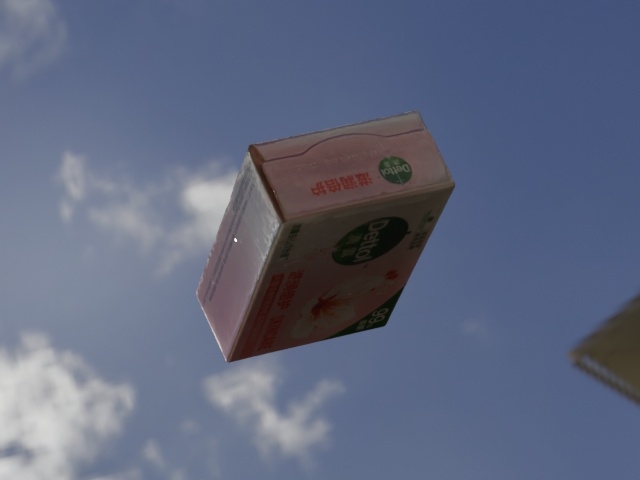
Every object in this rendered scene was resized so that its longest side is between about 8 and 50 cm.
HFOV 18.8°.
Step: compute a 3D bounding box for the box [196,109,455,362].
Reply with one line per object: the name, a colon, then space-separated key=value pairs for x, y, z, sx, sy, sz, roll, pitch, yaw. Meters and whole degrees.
box: x=0.000 y=0.000 z=0.885 sx=0.089 sy=0.043 sz=0.125 roll=-13 pitch=-29 yaw=-23
